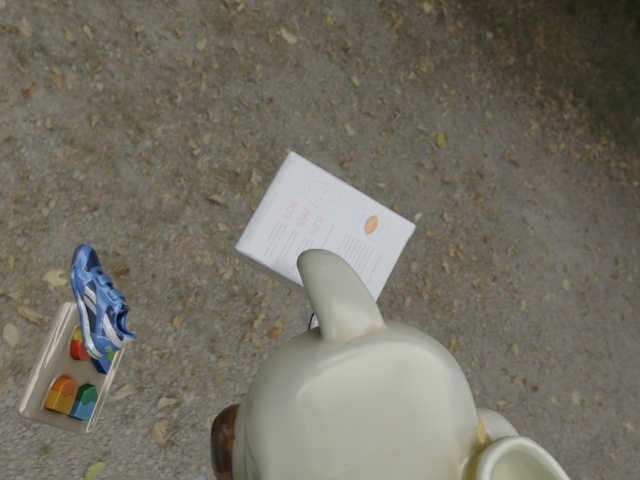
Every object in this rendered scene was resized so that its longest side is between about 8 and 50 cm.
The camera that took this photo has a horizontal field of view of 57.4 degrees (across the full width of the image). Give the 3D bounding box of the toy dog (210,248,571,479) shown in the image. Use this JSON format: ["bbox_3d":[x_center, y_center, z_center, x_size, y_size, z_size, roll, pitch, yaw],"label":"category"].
[{"bbox_3d":[0.001,0.234,0.603,0.284,0.408,0.396,-26,84,-18],"label":"toy dog"}]

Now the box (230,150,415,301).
[{"bbox_3d":[0.000,0.000,0.690,0.170,0.091,0.130,31,79,-8],"label":"box"}]

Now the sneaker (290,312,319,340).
[{"bbox_3d":[-0.034,0.258,1.520,0.079,0.121,0.217,-30,129,-39],"label":"sneaker"}]

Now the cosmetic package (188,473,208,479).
[{"bbox_3d":[-0.162,0.308,0.456,0.151,0.151,0.183,60,21,15],"label":"cosmetic package"}]

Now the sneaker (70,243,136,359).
[{"bbox_3d":[-0.271,0.072,0.732,0.059,0.053,0.144,-16,86,2],"label":"sneaker"}]

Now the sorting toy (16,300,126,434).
[{"bbox_3d":[-0.412,0.227,1.010,0.038,0.208,0.193,8,66,14],"label":"sorting toy"}]
